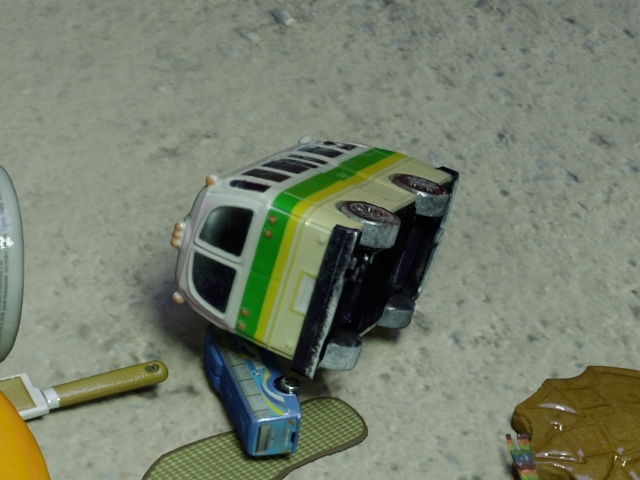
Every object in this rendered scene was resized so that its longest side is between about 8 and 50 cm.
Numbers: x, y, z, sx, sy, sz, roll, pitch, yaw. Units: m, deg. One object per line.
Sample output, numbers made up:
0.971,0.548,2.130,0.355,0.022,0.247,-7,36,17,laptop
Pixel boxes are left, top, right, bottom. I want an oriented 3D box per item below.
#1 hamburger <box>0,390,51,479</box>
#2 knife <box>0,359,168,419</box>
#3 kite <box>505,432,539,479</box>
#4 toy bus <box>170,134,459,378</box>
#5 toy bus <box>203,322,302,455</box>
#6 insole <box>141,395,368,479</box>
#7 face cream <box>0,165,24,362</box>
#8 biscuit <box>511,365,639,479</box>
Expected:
-0.351,0.217,1.232,0.395,0.277,0.396,11,37,-8,hamburger
-0.247,0.132,1.610,0.256,0.022,0.046,-12,53,-29,knife
0.194,0.254,1.622,0.198,0.006,0.244,3,43,-7,kite
0.000,0.000,1.744,0.179,0.143,0.305,21,19,16,toy bus
-0.058,0.123,1.672,0.061,0.051,0.153,-4,36,-22,toy bus
-0.058,0.184,1.636,0.253,0.005,0.086,-22,51,-42,insole
-0.337,0.020,1.591,0.153,0.177,0.177,1,38,-25,face cream
0.264,0.184,1.748,0.215,0.034,0.182,-9,43,-32,biscuit
